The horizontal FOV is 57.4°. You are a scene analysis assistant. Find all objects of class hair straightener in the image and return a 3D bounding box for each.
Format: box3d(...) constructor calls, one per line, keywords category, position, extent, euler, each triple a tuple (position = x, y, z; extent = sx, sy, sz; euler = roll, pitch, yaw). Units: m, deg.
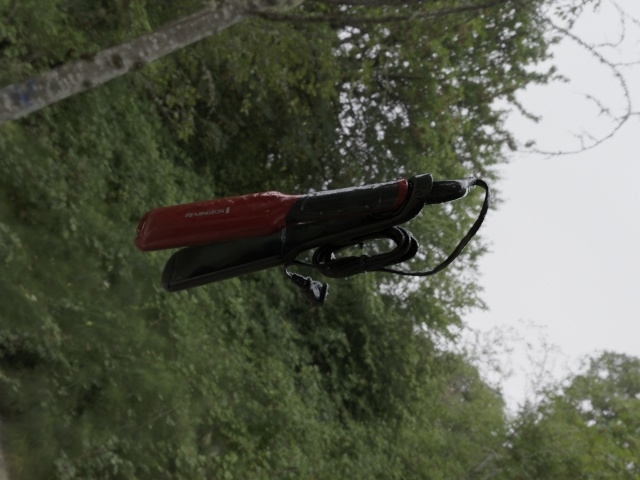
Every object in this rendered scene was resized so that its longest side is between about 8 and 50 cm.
box3d(category="hair straightener", position=(0.000, 0.000, 0.394), extent=(0.047, 0.230, 0.089), euler=(-98, 174, -49))
